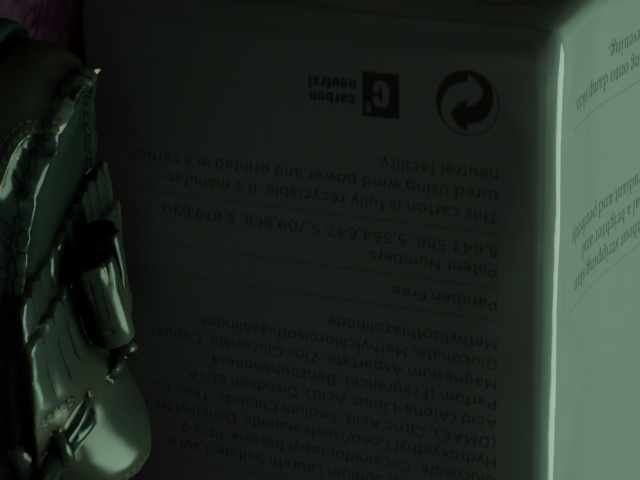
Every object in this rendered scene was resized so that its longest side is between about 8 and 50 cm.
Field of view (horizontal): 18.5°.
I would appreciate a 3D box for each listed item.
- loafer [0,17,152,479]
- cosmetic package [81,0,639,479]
[{"bbox_3d":[-0.080,0.059,0.572,0.096,0.084,0.267,-63,170,-51],"label":"loafer"},{"bbox_3d":[0.041,0.082,0.683,0.217,0.156,0.385,-34,129,-60],"label":"cosmetic package"}]
